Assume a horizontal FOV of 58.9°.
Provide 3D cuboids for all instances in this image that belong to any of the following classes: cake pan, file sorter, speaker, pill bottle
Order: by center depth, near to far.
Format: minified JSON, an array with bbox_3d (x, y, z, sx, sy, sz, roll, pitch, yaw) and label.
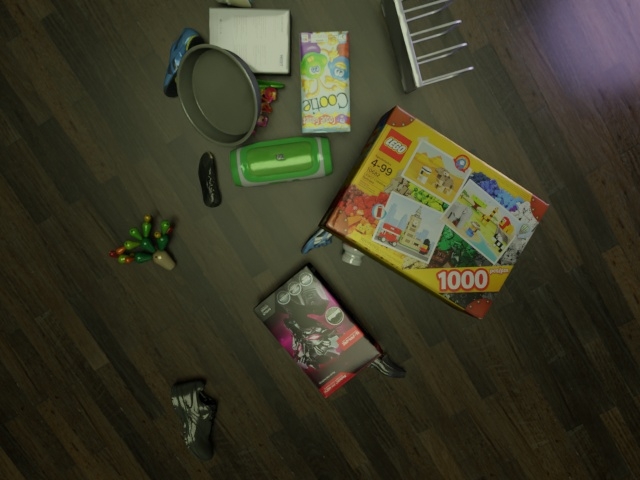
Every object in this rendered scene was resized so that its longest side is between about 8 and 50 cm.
[{"bbox_3d":[0.300,-0.584,1.607,0.173,0.193,0.277,-17,100,1],"label":"file sorter"},{"bbox_3d":[-0.285,-0.415,1.622,0.293,0.054,0.293,18,127,26],"label":"cake pan"},{"bbox_3d":[-0.116,-0.236,1.707,0.297,0.131,0.131,-7,100,2],"label":"speaker"},{"bbox_3d":[0.119,-0.007,1.765,0.087,0.087,0.160,18,99,-3],"label":"pill bottle"}]

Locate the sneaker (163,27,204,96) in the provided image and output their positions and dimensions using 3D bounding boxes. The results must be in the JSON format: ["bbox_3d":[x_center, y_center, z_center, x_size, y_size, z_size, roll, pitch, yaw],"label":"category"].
[{"bbox_3d":[-0.421,-0.532,1.695,0.082,0.069,0.209,40,110,27],"label":"sneaker"}]

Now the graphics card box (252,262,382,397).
[{"bbox_3d":[-0.008,0.281,1.794,0.233,0.094,0.371,-39,88,8],"label":"graphics card box"}]

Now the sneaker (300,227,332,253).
[{"bbox_3d":[0.000,0.000,1.785,0.144,0.053,0.059,-41,99,8],"label":"sneaker"}]

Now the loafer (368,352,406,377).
[{"bbox_3d":[0.206,0.397,1.851,0.170,0.062,0.061,23,96,-4],"label":"loafer"}]

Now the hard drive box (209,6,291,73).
[{"bbox_3d":[-0.203,-0.579,1.663,0.232,0.089,0.181,2,101,1],"label":"hard drive box"}]

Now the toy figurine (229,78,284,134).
[{"bbox_3d":[-0.199,-0.397,1.703,0.173,0.130,0.159,-3,116,-23],"label":"toy figurine"}]

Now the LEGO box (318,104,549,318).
[{"bbox_3d":[0.304,-0.071,1.580,0.500,0.193,0.372,31,88,-8],"label":"LEGO box"}]

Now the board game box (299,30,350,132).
[{"bbox_3d":[0.014,-0.454,1.656,0.142,0.144,0.275,-1,101,0],"label":"board game box"}]

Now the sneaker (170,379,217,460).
[{"bbox_3d":[-0.395,0.594,1.874,0.130,0.109,0.286,-17,102,-3],"label":"sneaker"}]

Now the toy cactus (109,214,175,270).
[{"bbox_3d":[-0.535,0.024,1.785,0.219,0.112,0.180,-40,116,5],"label":"toy cactus"}]

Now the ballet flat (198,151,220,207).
[{"bbox_3d":[-0.345,-0.188,1.766,0.058,0.049,0.173,1,98,34],"label":"ballet flat"}]

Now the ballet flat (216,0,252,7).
[{"bbox_3d":[-0.299,-0.736,1.629,0.086,0.086,0.248,-43,81,7],"label":"ballet flat"}]
